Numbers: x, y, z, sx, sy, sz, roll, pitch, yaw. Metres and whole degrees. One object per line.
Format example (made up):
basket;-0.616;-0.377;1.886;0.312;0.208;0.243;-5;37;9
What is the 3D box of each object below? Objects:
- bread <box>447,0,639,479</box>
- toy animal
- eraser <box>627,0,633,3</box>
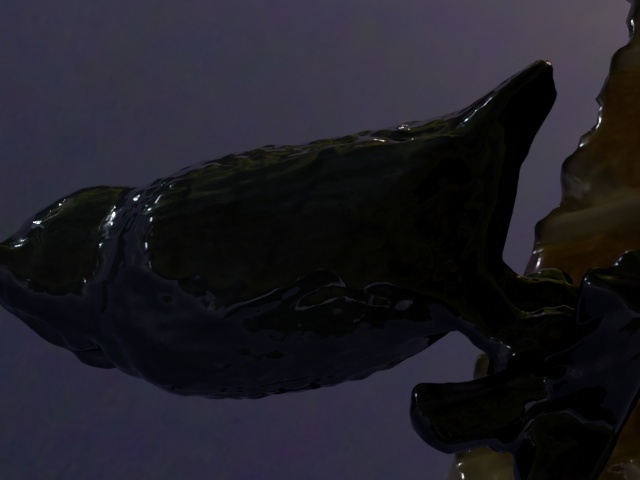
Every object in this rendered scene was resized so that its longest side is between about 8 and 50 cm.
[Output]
bread;0.305;0.070;0.696;0.390;0.279;0.371;14;-116;26
toy animal;-0.003;-0.003;0.415;0.210;0.117;0.121;14;-170;15
eraser;0.143;-0.215;0.906;0.204;0.059;0.243;20;-151;-45
